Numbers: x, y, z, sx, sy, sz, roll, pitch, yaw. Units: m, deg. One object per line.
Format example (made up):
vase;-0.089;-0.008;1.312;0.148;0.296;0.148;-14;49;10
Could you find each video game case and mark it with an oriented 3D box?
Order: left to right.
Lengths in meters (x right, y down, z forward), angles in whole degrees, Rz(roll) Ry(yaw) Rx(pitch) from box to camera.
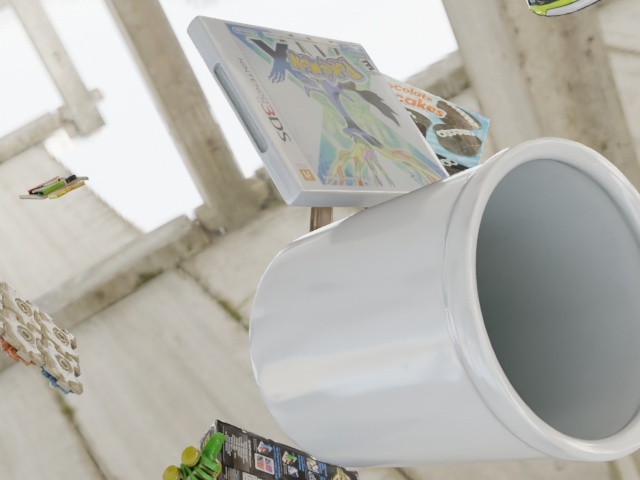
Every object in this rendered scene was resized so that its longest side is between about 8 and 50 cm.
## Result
video game case;0.011;-0.167;1.457;0.329;0.300;0.036;-1;143;-48

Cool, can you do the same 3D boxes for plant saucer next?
plant saucer;0.000;0.000;2.039;0.041;0.278;0.278;4;-150;2

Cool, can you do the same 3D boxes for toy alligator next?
toy alligator;-0.193;0.348;1.517;0.190;0.056;0.051;-46;-143;1

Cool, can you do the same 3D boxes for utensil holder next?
utensil holder;0.146;0.095;1.223;0.385;0.328;0.327;-20;-159;49

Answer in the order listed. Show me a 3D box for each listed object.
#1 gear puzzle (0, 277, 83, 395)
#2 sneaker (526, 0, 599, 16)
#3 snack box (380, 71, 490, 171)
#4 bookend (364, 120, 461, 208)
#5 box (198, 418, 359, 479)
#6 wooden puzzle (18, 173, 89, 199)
gear puzzle;-0.483;0.106;1.597;0.044;0.339;0.175;-40;-148;6
sneaker;0.393;-0.399;1.464;0.300;0.121;0.111;-25;-176;45
snack box;0.144;-0.221;2.001;0.321;0.060;0.187;23;-142;0
bookend;0.146;-0.110;1.698;0.072;0.156;0.157;131;-29;-51
box;-0.057;0.459;1.759;0.073;0.293;0.296;-50;-152;29
wooden puzzle;-0.331;-0.067;1.352;0.078;0.014;0.116;-30;-161;-39
